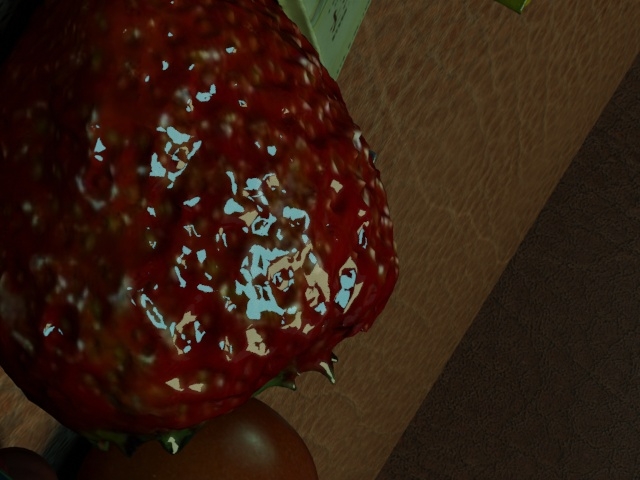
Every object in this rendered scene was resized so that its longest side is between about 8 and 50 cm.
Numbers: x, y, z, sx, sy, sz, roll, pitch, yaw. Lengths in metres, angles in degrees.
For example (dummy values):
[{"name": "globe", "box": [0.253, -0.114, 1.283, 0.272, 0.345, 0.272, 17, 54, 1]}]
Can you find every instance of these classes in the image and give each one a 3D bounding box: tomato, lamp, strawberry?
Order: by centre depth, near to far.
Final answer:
[{"name": "strawberry", "box": [-0.083, -0.038, 0.855, 0.257, 0.257, 0.277, -40, 128, -50]}, {"name": "lamp", "box": [-0.227, 0.201, 1.139, 0.101, 0.090, 0.101, -171, -90, -76]}, {"name": "tomato", "box": [-0.117, 0.242, 1.340, 0.256, 0.224, 0.256, 20, 90, -85]}]

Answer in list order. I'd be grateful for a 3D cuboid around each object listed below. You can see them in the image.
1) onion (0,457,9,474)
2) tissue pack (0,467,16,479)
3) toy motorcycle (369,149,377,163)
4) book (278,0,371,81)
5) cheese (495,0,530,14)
[{"name": "onion", "box": [-0.247, 0.174, 1.007, 0.107, 0.097, 0.107, -31, 133, -40]}, {"name": "tissue pack", "box": [-0.209, 0.175, 0.779, 0.134, 0.271, 0.192, -54, 165, -1]}, {"name": "toy motorcycle", "box": [0.000, 0.000, 1.504, 0.118, 0.084, 0.212, -15, 131, -58]}, {"name": "book", "box": [0.017, -0.243, 1.095, 0.289, 0.026, 0.201, 63, 49, -73]}, {"name": "cheese", "box": [0.203, -0.303, 1.519, 0.171, 0.093, 0.126, -55, 168, -12]}]
